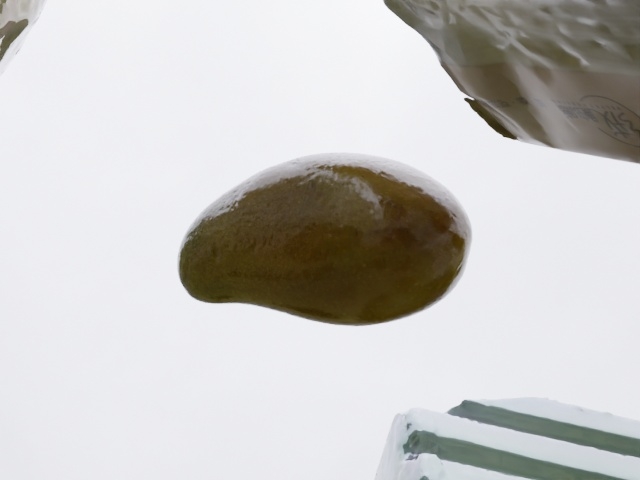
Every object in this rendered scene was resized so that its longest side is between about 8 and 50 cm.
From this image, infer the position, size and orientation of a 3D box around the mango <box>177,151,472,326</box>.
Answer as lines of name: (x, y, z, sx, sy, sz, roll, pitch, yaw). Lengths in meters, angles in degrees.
mango: (0.000, 0.000, 0.910, 0.227, 0.136, 0.099, -4, -27, 17)

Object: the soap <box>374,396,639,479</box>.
soap: (0.256, 0.256, 0.927, 0.446, 0.261, 0.156, 11, -70, -5)

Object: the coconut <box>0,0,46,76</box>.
coconut: (-0.306, -0.157, 0.541, 0.404, 0.404, 0.405, 11, -48, 13)

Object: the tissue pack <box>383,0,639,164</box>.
tissue pack: (0.204, -0.114, 0.452, 0.238, 0.238, 0.305, 56, -18, -25)
